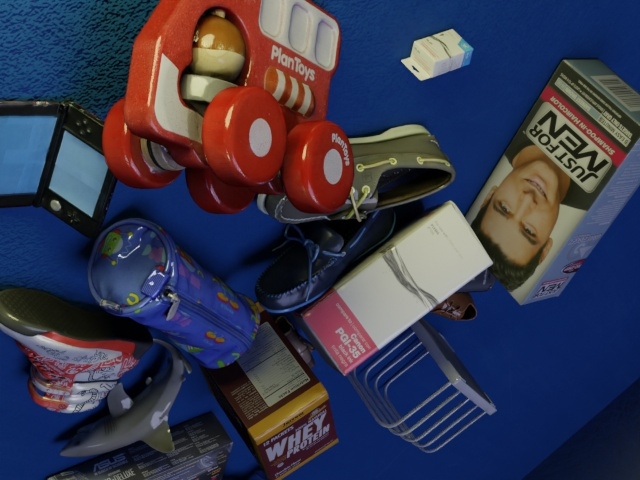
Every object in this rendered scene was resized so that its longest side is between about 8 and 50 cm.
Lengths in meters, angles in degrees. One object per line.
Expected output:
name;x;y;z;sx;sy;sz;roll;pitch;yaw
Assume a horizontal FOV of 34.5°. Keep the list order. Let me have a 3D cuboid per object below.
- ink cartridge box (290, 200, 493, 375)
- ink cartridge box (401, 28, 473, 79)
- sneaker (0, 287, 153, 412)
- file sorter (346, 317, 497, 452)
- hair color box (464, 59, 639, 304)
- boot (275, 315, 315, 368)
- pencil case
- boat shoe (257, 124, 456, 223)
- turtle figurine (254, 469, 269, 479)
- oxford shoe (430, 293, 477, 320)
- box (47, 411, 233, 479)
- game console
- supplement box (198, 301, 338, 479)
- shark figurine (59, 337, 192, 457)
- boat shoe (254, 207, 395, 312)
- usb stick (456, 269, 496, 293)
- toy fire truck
ink cartridge box;0.103;0.072;1.586;0.283;0.117;0.207;-36;-178;-6
ink cartridge box;0.155;-0.247;1.367;0.083;0.048;0.028;-23;146;-26
sneaker;-0.341;0.151;1.313;0.145;0.090;0.270;-49;151;11
file sorter;0.181;0.269;1.947;0.173;0.193;0.278;-39;150;5
hair color box;0.395;-0.092;1.700;0.114;0.185;0.374;-9;138;-41
boot;-0.045;0.159;1.680;0.042;0.118;0.087;-36;114;-5
pencil case;-0.183;0.079;1.351;0.119;0.133;0.306;-52;151;-5
boat shoe;0.056;-0.082;1.436;0.305;0.091;0.109;-19;144;-31
turtle figurine;-0.163;0.569;1.939;0.266;0.274;0.198;-32;135;4
oxford shoe;0.229;0.109;1.899;0.212;0.076;0.076;12;124;-52
box;-0.312;0.436;1.738;0.307;0.076;0.242;-18;144;-32
game console;-0.288;-0.070;1.088;0.085;0.124;0.144;-44;165;-53
supplement box;-0.084;0.240;1.609;0.129;0.194;0.191;-31;149;-13
shark figurine;-0.240;0.250;1.522;0.278;0.116;0.166;-47;152;25
boat shoe;0.000;0.000;1.501;0.258;0.109;0.089;-42;147;-29
usb stick;0.229;0.058;1.839;0.278;0.045;0.077;0;90;-48
toy fire truck;-0.084;-0.166;1.086;0.302;0.169;0.253;19;75;-54
